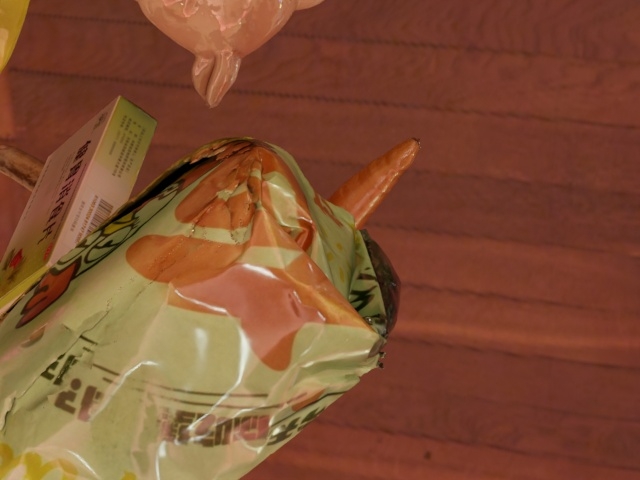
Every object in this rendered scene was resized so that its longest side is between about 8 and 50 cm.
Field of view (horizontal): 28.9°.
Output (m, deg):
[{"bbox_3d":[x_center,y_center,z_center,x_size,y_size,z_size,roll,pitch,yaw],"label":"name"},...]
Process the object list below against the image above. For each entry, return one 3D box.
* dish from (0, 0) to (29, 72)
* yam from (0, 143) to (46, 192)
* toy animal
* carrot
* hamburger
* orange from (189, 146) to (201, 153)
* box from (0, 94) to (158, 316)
[{"bbox_3d":[-0.310,-0.176,0.959,0.207,0.080,0.149,-36,59,24],"label":"dish"},{"bbox_3d":[-0.342,-0.066,1.647,0.264,0.046,0.046,28,124,25],"label":"yam"},{"bbox_3d":[-0.138,-0.310,1.256,0.256,0.195,0.213,42,165,21],"label":"toy animal"},{"bbox_3d":[0.000,0.000,1.295,0.069,0.069,0.336,36,127,-5],"label":"carrot"},{"bbox_3d":[-0.073,0.042,0.573,0.214,0.235,0.125,-28,109,10],"label":"hamburger"},{"bbox_3d":[-0.120,-0.058,1.644,0.156,0.134,0.157,18,131,22],"label":"orange"},{"bbox_3d":[-0.292,-0.026,1.438,0.062,0.261,0.175,35,138,-24],"label":"box"}]
